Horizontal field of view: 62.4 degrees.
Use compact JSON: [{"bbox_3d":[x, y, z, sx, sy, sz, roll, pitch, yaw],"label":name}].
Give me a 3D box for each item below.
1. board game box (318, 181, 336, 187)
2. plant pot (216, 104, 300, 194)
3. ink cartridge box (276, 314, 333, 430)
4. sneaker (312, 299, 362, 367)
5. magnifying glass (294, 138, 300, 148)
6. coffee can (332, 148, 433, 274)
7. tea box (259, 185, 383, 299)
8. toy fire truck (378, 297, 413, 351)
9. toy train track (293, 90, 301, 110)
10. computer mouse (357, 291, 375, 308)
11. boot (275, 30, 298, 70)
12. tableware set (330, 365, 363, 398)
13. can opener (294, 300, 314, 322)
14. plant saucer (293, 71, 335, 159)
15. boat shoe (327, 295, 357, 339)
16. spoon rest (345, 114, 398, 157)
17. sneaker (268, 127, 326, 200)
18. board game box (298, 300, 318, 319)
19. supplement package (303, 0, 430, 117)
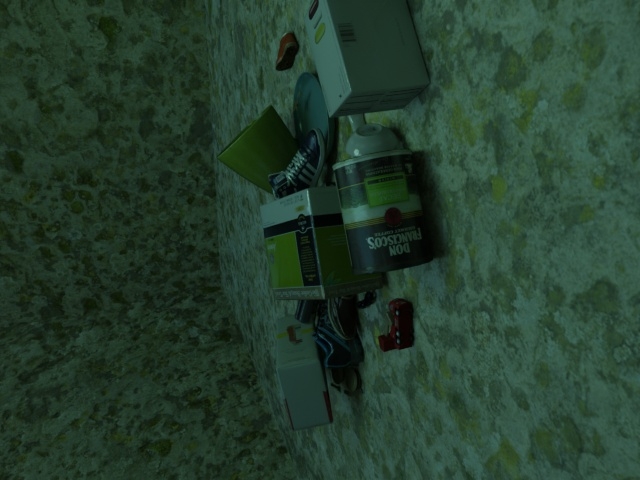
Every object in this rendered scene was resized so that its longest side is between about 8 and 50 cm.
[{"bbox_3d":[-0.007,-0.087,1.870,0.243,0.042,0.165,-28,73,56],"label":"board game box"},{"bbox_3d":[-0.179,-0.292,1.938,0.293,0.275,0.275,46,167,-16],"label":"plant pot"},{"bbox_3d":[-0.068,0.490,2.043,0.384,0.161,0.279,-103,0,-71],"label":"ink cartridge box"},{"bbox_3d":[0.034,0.291,1.899,0.125,0.140,0.340,112,142,-57],"label":"sneaker"},{"bbox_3d":[-0.115,-0.387,2.101,0.092,0.026,0.231,97,151,-41],"label":"magnifying glass"},{"bbox_3d":[0.151,-0.068,1.305,0.201,0.202,0.275,170,89,-70],"label":"coffee can"},{"bbox_3d":[-0.007,0.015,1.647,0.329,0.220,0.323,-10,87,59],"label":"tea box"},{"bbox_3d":[0.215,0.247,1.528,0.135,0.047,0.192,-147,50,-64],"label":"toy fire truck"},{"bbox_3d":[-0.076,-0.484,1.838,0.083,0.014,0.048,118,144,-52],"label":"toy train track"},{"bbox_3d":[0.121,0.123,1.718,0.106,0.042,0.192,126,129,-65],"label":"computer mouse"},{"bbox_3d":[-0.128,-0.689,1.930,0.158,0.059,0.084,-44,56,57],"label":"boot"},{"bbox_3d":[0.100,0.509,1.991,0.194,0.039,0.128,4,93,63],"label":"tableware set"},{"bbox_3d":[-0.061,0.177,2.063,0.076,0.095,0.283,16,91,61],"label":"can opener"},{"bbox_3d":[-0.019,-0.412,1.803,0.318,0.044,0.317,168,90,-69],"label":"plant saucer"},{"bbox_3d":[0.074,0.211,1.821,0.095,0.095,0.257,-43,60,60],"label":"boat shoe"},{"bbox_3d":[0.121,-0.287,1.411,0.276,0.137,0.084,-104,0,-51],"label":"spoon rest"},{"bbox_3d":[-0.082,-0.241,1.755,0.099,0.153,0.282,59,145,41],"label":"sneaker"},{"bbox_3d":[-0.050,0.246,2.259,0.259,0.030,0.136,100,153,-44],"label":"board game box"},{"bbox_3d":[0.101,-0.444,1.231,0.145,0.204,0.261,147,110,-69],"label":"supplement package"}]
